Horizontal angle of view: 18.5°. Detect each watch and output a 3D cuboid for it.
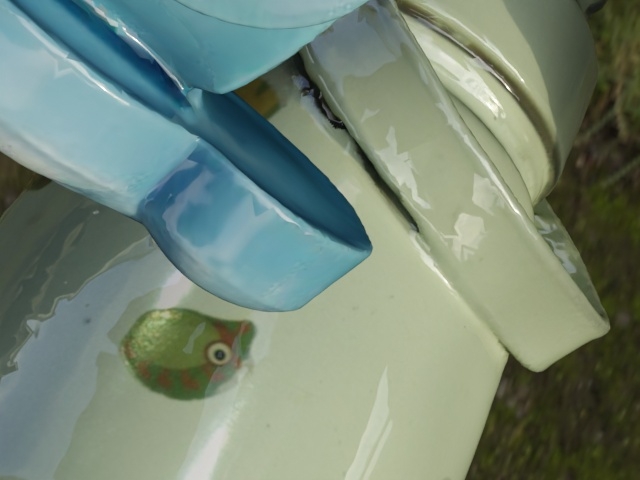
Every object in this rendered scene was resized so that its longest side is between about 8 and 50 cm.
[{"bbox_3d":[-0.029,-0.113,0.494,0.193,0.211,0.211,-46,71,9],"label":"watch"}]

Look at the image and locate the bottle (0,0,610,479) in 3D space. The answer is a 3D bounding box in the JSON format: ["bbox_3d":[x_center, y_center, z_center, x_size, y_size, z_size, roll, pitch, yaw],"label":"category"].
[{"bbox_3d":[0.000,0.000,0.774,0.229,0.229,0.352,26,67,10],"label":"bottle"}]
